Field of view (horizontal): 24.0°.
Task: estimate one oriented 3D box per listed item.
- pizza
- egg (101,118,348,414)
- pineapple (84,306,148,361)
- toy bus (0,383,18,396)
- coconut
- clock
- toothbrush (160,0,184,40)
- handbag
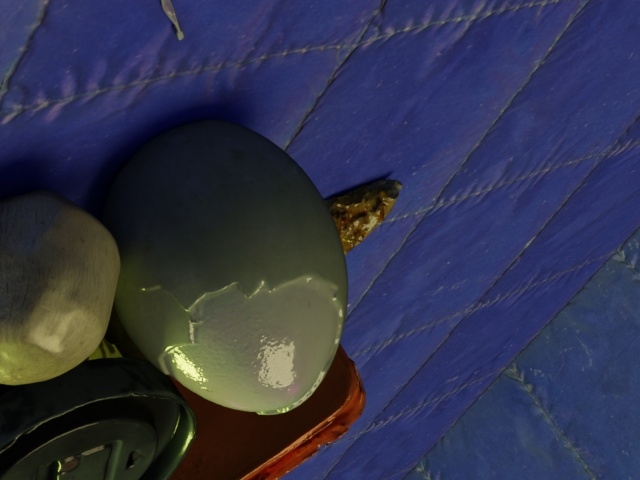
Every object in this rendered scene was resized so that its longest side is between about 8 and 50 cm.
[{"bbox_3d":[0.000,0.000,2.222,0.292,0.058,0.197,-37,160,3],"label":"pizza"},{"bbox_3d":[-0.104,0.041,1.750,0.278,0.336,0.278,-25,160,-10],"label":"egg"},{"bbox_3d":[-0.271,0.104,1.896,0.114,0.186,0.236,-27,-158,-35],"label":"pineapple"},{"bbox_3d":[-0.424,0.157,1.745,0.262,0.150,0.128,-10,146,-52],"label":"toy bus"},{"bbox_3d":[-0.320,0.041,1.610,0.224,0.224,0.224,-31,160,-13],"label":"coconut"},{"bbox_3d":[-0.303,0.261,1.781,0.325,0.067,0.325,-25,150,-16],"label":"clock"},{"bbox_3d":[-0.152,-0.234,1.502,0.011,0.013,0.131,-43,161,-11],"label":"toothbrush"},{"bbox_3d":[-0.167,0.215,2.084,0.410,0.303,0.116,-34,162,1],"label":"handbag"}]
